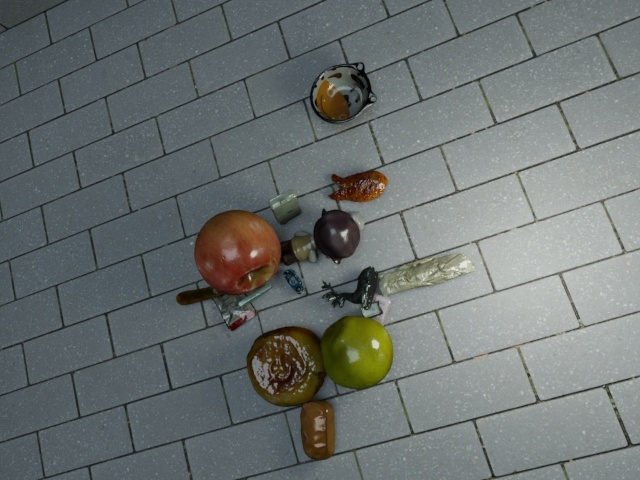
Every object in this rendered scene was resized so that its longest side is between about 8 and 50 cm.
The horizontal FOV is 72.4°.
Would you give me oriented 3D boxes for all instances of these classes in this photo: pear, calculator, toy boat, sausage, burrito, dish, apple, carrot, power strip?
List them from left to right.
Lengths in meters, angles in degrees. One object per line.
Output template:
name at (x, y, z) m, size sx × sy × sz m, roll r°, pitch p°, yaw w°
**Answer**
carrot at (-0.516, 0.238, 1.995) m, size 0.314 × 0.066 × 0.066 m, roll -15°, pitch 79°, yaw 16°
apple at (-0.352, 0.041, 1.844) m, size 0.364 × 0.364 × 0.363 m, roll -2°, pitch 82°, yaw 13°
power strip at (-0.149, -0.140, 1.879) m, size 0.118 × 0.270 × 0.046 m, roll -30°, pitch 76°, yaw -5°
toy boat at (-0.115, 0.182, 1.926) m, size 0.060 × 0.061 × 0.137 m, roll -36°, pitch 77°, yaw 6°
sausage at (-0.009, 0.777, 1.790) m, size 0.136 × 0.120 × 0.241 m, roll -10°, pitch 80°, yaw 26°
dish at (0.101, -0.637, 1.960) m, size 0.303 × 0.120 × 0.302 m, roll -2°, pitch 82°, yaw 12°
pear at (0.147, 0.444, 1.725) m, size 0.294 × 0.294 × 0.294 m, roll -2°, pitch 82°, yaw 13°
calculator at (0.232, 0.307, 1.845) m, size 0.100 × 0.032 × 0.175 m, roll 19°, pitch 88°, yaw 15°
burrito at (0.430, 0.133, 1.799) m, size 0.392 × 0.076 × 0.117 m, roll -17°, pitch 67°, yaw 12°

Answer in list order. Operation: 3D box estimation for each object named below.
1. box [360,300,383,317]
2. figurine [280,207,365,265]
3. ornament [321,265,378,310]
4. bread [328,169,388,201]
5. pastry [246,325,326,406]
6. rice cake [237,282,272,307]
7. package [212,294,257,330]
box at (0.208, 0.289, 1.803) m, size 0.085 × 0.063 × 0.060 m, roll -20°, pitch 79°, yaw 11°
figurine at (0.007, 0.010, 1.890) m, size 0.365 × 0.206 × 0.218 m, roll -29°, pitch 52°, yaw 32°
ornament at (0.112, 0.194, 1.844) m, size 0.236 × 0.080 × 0.202 m, roll -4°, pitch 53°, yaw 33°
bread at (0.159, -0.237, 1.907) m, size 0.269 × 0.095 × 0.139 m, roll 1°, pitch 75°, yaw 17°
pastry at (-0.137, 0.520, 1.835) m, size 0.356 × 0.164 × 0.355 m, roll -1°, pitch 84°, yaw 9°
rice cake at (-0.293, 0.246, 1.960) m, size 0.171 × 0.033 × 0.029 m, roll -34°, pitch 70°, yaw -5°
package at (-0.409, 0.279, 1.994) m, size 0.154 × 0.030 × 0.239 m, roll -36°, pitch 73°, yaw 7°
